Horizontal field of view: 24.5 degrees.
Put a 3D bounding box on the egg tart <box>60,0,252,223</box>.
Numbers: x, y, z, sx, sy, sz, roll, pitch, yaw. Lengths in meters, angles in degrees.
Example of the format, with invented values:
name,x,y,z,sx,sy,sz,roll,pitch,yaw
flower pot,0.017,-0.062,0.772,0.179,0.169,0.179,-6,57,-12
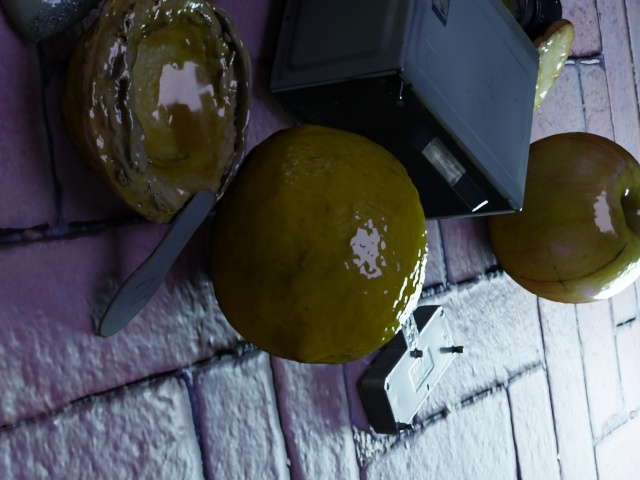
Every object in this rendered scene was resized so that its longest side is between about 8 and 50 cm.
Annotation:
name,x,y,z,sx,sy,sz,roll,pitch,yaw
egg tart,-0.171,-0.148,1.520,0.288,0.118,0.288,1,89,-60

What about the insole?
name,x,y,z,sx,sy,sz,roll,pitch,yaw
insole,-0.166,0.024,1.507,0.188,0.004,0.064,-54,156,2

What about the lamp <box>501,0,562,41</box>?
name,x,y,z,sx,sy,sz,roll,pitch,yaw
lamp,0.310,-0.370,2.320,0.227,0.147,0.172,-9,135,-57

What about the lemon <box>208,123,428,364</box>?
name,x,y,z,sx,sy,sz,roll,pitch,yaw
lemon,0.000,0.000,1.655,0.253,0.253,0.310,51,33,-41

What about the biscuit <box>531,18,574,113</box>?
name,x,y,z,sx,sy,sz,roll,pitch,yaw
biscuit,0.335,-0.254,2.358,0.203,0.041,0.260,-53,164,-10

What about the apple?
name,x,y,z,sx,sy,sz,roll,pitch,yaw
apple,0.393,-0.032,2.326,0.286,0.233,0.286,13,73,-53

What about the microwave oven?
name,x,y,z,sx,sy,sz,roll,pitch,yaw
microwave oven,0.108,-0.214,1.909,0.355,0.218,0.286,41,52,-48

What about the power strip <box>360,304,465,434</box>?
name,x,y,z,sx,sy,sz,roll,pitch,yaw
power strip,0.119,0.149,2.003,0.215,0.061,0.145,-49,126,-52

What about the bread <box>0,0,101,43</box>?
name,x,y,z,sx,sy,sz,roll,pitch,yaw
bread,-0.250,-0.303,1.488,0.172,0.064,0.232,16,72,-55
